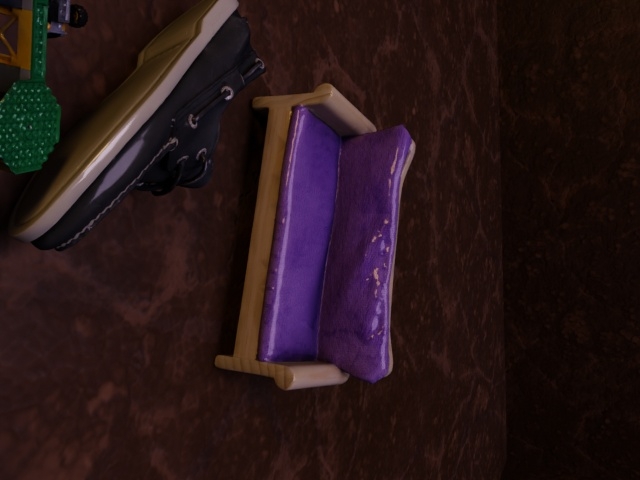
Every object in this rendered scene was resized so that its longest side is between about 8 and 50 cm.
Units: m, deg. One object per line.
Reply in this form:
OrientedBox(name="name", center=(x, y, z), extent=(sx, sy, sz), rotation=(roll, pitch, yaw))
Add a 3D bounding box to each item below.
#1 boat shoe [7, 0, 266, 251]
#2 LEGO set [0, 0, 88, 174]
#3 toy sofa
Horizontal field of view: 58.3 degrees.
OrientedBox(name="boat shoe", center=(-0.139, -0.102, 0.527), extent=(0.113, 0.127, 0.340), rotation=(52, 38, -33))
OrientedBox(name="LEGO set", center=(-0.286, -0.134, 0.259), extent=(0.331, 0.192, 0.255), rotation=(-57, 160, -63))
OrientedBox(name="toy sofa", center=(0.000, 0.000, 0.730), extent=(0.150, 0.177, 0.362), rotation=(20, 75, -60))
